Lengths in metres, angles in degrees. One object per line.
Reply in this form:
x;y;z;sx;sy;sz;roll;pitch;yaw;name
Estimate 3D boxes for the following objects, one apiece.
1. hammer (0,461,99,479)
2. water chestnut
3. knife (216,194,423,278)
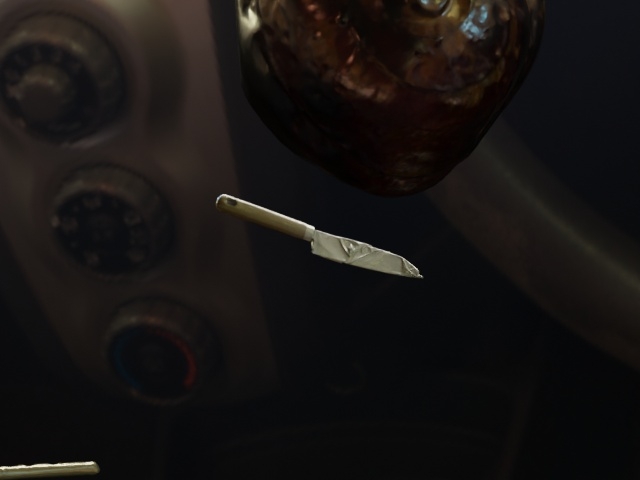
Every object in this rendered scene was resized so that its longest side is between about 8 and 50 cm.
-0.275;0.207;1.289;0.060;0.195;0.028;-25;70;42;hammer
0.045;-0.183;1.175;0.244;0.289;0.289;-31;32;26;water chestnut
-0.001;0.002;1.920;0.297;0.017;0.047;19;46;-9;knife
